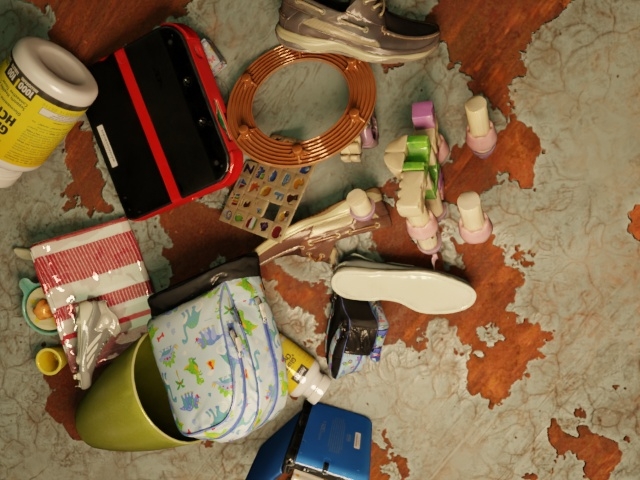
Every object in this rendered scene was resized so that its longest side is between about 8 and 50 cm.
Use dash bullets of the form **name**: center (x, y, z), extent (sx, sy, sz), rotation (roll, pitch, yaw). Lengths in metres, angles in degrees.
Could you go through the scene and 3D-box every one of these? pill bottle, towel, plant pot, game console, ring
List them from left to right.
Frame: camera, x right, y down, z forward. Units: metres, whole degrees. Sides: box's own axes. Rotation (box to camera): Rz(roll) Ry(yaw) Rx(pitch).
- **pill bottle**: center (-0.679, -0.279, 1.280), extent (0.334, 0.188, 0.188), rotation (-41, 90, 20)
- **towel**: center (-0.530, 0.131, 1.356), extent (0.237, 0.037, 0.329), rotation (-18, 96, -14)
- **plant pot**: center (-0.427, 0.378, 1.322), extent (0.293, 0.275, 0.275), rotation (-28, 93, 25)
- **game console**: center (-0.378, -0.271, 1.308), extent (0.342, 0.060, 0.386), rotation (-19, 93, 23)
- **pill bottle**: center (-0.068, 0.302, 1.328), extent (0.184, 0.103, 0.103), rotation (36, 99, 2)
- **ring**: center (-0.047, -0.308, 1.212), extent (0.337, 0.032, 0.336), rotation (-5, 65, 11)
- **game console**: center (-0.028, 0.494, 1.250), extent (0.250, 0.293, 0.173), rotation (16, 99, 4)

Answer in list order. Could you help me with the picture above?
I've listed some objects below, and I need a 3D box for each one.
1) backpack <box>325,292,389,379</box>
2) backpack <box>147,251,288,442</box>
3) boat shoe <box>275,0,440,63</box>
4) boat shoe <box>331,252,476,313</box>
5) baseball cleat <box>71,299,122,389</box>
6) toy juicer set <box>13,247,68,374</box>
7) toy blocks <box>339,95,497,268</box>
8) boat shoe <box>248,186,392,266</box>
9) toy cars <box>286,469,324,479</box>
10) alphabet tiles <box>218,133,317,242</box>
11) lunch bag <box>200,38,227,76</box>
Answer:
- **backpack**: center (0.073, 0.227, 1.282), extent (0.117, 0.158, 0.173), rotation (6, 111, -12)
- **backpack**: center (-0.216, 0.245, 1.204), extent (0.290, 0.273, 0.355), rotation (-22, 93, 24)
- **boat shoe**: center (0.083, -0.460, 1.177), extent (0.355, 0.132, 0.130), rotation (3, 132, -4)
- **boat shoe**: center (0.189, 0.086, 1.271), extent (0.319, 0.099, 0.116), rotation (7, 125, 7)
- **baseball cleat**: center (-0.517, 0.242, 1.306), extent (0.109, 0.072, 0.206), rotation (-2, 96, -25)
- **toy juicer set**: center (-0.636, 0.157, 1.386), extent (0.209, 0.089, 0.329), rotation (-14, 94, 8)
- **toy blocks**: center (0.217, -0.118, 1.207), extent (0.309, 0.260, 0.288), rotation (1, 65, 22)
- **boat shoe**: center (0.000, 0.000, 1.281), extent (0.342, 0.123, 0.123), rotation (-25, 92, 3)
- **toy cars**: center (-0.147, 0.722, 1.393), extent (0.394, 0.087, 0.176), rotation (-31, 92, 9)
- **alphabet tiles**: center (-0.114, -0.128, 1.275), extent (0.198, 0.009, 0.237), rotation (20, 82, 35)
- **lunch bag**: center (-0.271, -0.410, 1.299), extent (0.083, 0.053, 0.071), rotation (-33, 90, 18)
